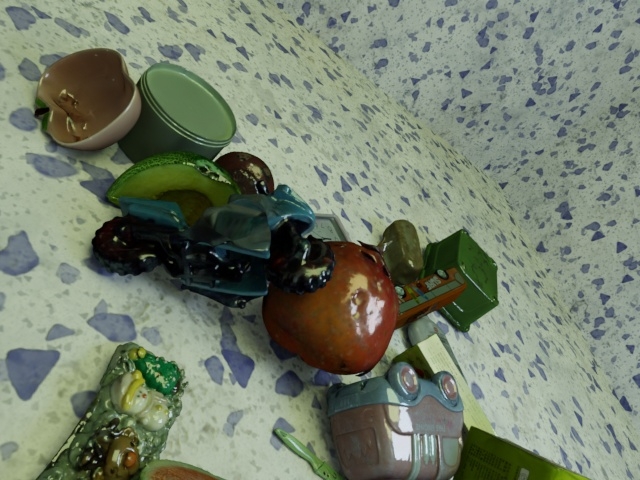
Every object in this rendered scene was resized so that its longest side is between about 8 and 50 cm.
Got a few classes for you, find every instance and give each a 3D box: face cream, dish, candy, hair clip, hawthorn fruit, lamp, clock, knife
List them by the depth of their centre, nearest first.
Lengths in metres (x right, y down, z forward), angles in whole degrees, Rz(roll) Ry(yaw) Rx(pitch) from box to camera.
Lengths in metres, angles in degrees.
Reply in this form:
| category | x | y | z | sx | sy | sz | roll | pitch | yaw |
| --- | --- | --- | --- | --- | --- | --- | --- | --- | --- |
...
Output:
| category | x | y | z | sx | sy | sz | roll | pitch | yaw |
| --- | --- | --- | --- | --- | --- | --- | --- | --- | --- |
| hair clip | -0.260 | 0.262 | 0.611 | 0.138 | 0.091 | 0.321 | 41 | 33 | -19 |
| knife | -0.007 | 0.405 | 0.854 | 0.207 | 0.014 | 0.030 | 43 | 30 | -12 |
| dish | -0.439 | -0.262 | 0.922 | 0.213 | 0.213 | 0.090 | 61 | 0 | 19 |
| hawthorn fruit | 0.043 | 0.109 | 0.961 | 0.276 | 0.307 | 0.276 | 34 | -10 | 6 |
| lamp | -0.184 | -0.127 | 1.086 | 0.156 | 0.157 | 0.135 | 34 | 15 | -14 |
| clock | 0.000 | 0.000 | 1.259 | 0.197 | 0.063 | 0.150 | 0 | 57 | -52 |
| face cream | 0.308 | 0.290 | 1.323 | 0.144 | 0.071 | 0.291 | 19 | 38 | -38 |
| candy | 0.261 | 0.036 | 1.516 | 0.102 | 0.104 | 0.234 | 27 | 37 | -25 |

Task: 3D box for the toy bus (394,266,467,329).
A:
| category | x | y | z | sx | sy | sz | roll | pitch | yaw |
| --- | --- | --- | --- | --- | --- | --- | --- | --- | --- |
| toy bus | 0.266 | 0.163 | 1.313 | 0.408 | 0.093 | 0.092 | -14 | 54 | -42 |

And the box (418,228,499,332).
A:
| category | x | y | z | sx | sy | sz | roll | pitch | yaw |
| --- | --- | --- | --- | --- | --- | --- | --- | --- | --- |
| box | 0.489 | 0.120 | 1.642 | 0.252 | 0.178 | 0.329 | 43 | 31 | -8 |

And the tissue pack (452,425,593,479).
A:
| category | x | y | z | sx | sy | sz | roll | pitch | yaw |
| --- | --- | --- | --- | --- | --- | --- | --- | --- | --- |
| tissue pack | 0.350 | 0.526 | 0.876 | 0.167 | 0.200 | 0.275 | 30 | 77 | -28 |

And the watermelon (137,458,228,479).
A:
| category | x | y | z | sx | sy | sz | roll | pitch | yaw |
| --- | --- | --- | --- | --- | --- | --- | --- | --- | --- |
| watermelon | -0.187 | 0.363 | 0.569 | 0.146 | 0.128 | 0.231 | -61 | 139 | -16 |

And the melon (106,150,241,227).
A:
| category | x | y | z | sx | sy | sz | roll | pitch | yaw |
| --- | --- | --- | --- | --- | --- | --- | --- | --- | --- |
| melon | -0.260 | -0.114 | 0.947 | 0.265 | 0.169 | 0.129 | 27 | 36 | -34 |

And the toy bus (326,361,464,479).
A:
| category | x | y | z | sx | sy | sz | roll | pitch | yaw |
| --- | --- | --- | --- | --- | --- | --- | --- | --- | --- |
| toy bus | 0.155 | 0.385 | 0.928 | 0.294 | 0.197 | 0.232 | 23 | 49 | -38 |

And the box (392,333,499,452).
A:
| category | x | y | z | sx | sy | sz | roll | pitch | yaw |
| --- | --- | --- | --- | --- | --- | --- | --- | --- | --- |
| box | 0.285 | 0.366 | 1.113 | 0.062 | 0.175 | 0.261 | -24 | 72 | -21 |

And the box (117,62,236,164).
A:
| category | x | y | z | sx | sy | sz | roll | pitch | yaw |
| --- | --- | --- | --- | --- | --- | --- | --- | --- | --- |
| box | -0.319 | -0.258 | 1.050 | 0.226 | 0.149 | 0.226 | 33 | 35 | -27 |

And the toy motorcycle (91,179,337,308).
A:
| category | x | y | z | sx | sy | sz | roll | pitch | yaw |
| --- | --- | --- | --- | --- | --- | --- | --- | --- | --- |
| toy motorcycle | -0.176 | -0.012 | 0.854 | 0.415 | 0.172 | 0.232 | 5 | 45 | -1 |
